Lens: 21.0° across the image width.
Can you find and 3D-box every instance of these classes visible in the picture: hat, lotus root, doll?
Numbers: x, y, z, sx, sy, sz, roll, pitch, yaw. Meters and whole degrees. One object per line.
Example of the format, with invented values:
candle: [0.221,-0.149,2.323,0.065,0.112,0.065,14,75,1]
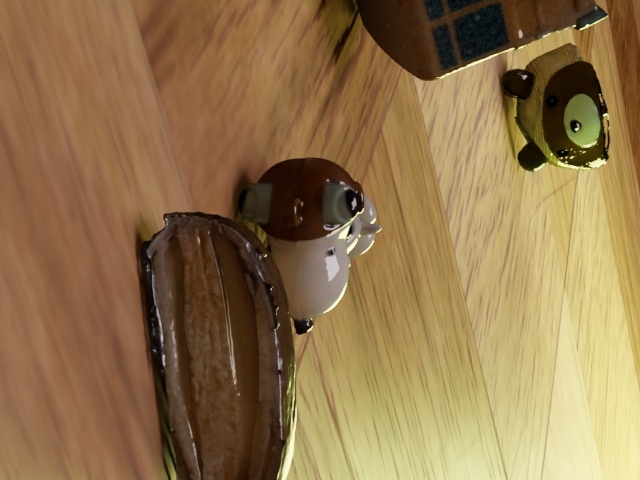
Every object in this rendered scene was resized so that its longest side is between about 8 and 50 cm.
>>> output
hat: [0.152,-0.083,1.128,0.076,0.059,0.077,-104,179,-46]
lotus root: [-0.025,0.032,0.483,0.030,0.037,0.083,-5,87,-78]
doll: [0.001,-0.007,0.592,0.085,0.040,0.058,-55,148,-61]

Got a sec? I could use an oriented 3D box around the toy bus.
toy bus: [0.044,-0.166,0.693,0.091,0.103,0.182,-125,-164,-57]
